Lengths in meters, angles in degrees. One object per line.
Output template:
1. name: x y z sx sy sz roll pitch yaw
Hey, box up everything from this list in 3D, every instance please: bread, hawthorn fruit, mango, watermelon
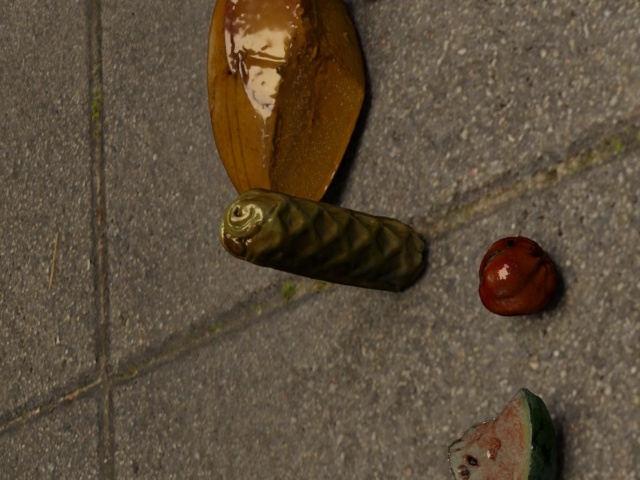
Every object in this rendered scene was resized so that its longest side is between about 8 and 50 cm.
1. bread: 0.001 0.000 1.386 0.098 0.269 0.087 24 99 47
2. hawthorn fruit: 0.203 0.041 1.300 0.093 0.093 0.093 -17 66 43
3. mango: -0.046 -0.191 1.577 0.199 0.201 0.350 153 119 -82
4. watermelon: 0.190 0.233 1.270 0.139 0.071 0.187 20 101 55
